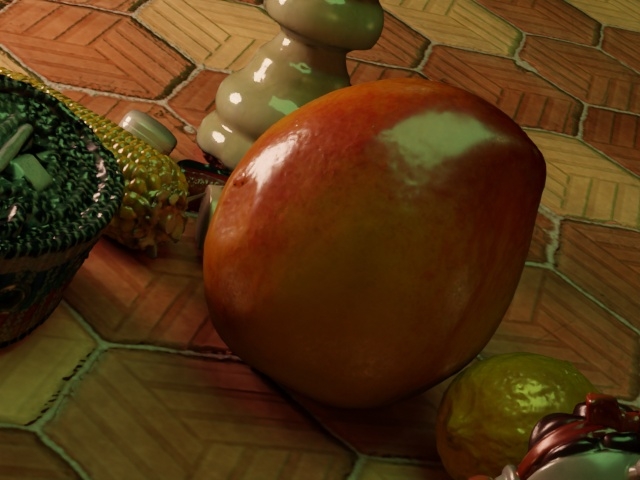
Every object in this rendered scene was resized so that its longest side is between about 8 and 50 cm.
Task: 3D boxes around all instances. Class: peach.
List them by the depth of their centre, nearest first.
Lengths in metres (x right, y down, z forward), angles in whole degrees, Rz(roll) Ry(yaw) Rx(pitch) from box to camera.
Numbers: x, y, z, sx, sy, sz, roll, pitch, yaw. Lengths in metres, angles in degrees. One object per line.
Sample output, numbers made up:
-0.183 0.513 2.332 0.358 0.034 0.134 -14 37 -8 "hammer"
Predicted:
0.046 -0.009 1.308 0.289 0.308 0.289 15 43 -15 "peach"

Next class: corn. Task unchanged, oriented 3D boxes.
-0.259 -0.095 1.485 0.305 0.106 0.106 34 31 25 "corn"

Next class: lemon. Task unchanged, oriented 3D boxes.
0.186 0.170 1.272 0.187 0.142 0.142 16 27 -33 "lemon"

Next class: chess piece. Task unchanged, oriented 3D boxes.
-0.007 -0.234 1.630 0.182 0.330 0.182 20 18 -7 "chess piece"

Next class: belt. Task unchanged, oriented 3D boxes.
-0.304 -0.016 1.271 0.207 0.160 0.295 33 28 -13 "belt"

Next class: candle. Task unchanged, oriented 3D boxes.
-0.094 -0.048 1.583 0.162 0.053 0.048 13 -15 -24 "candle"

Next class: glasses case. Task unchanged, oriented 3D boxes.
-0.189 -0.114 1.571 0.063 0.041 0.164 35 1 -7 "glasses case"

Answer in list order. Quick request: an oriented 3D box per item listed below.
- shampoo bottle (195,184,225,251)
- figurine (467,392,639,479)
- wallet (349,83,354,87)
0.000 0.000 1.511 0.257 0.078 0.127 10 22 -14 "shampoo bottle"
0.196 0.209 1.122 0.183 0.226 0.160 18 30 -4 "figurine"
0.067 -0.160 1.871 0.230 0.042 0.124 24 25 6 "wallet"
